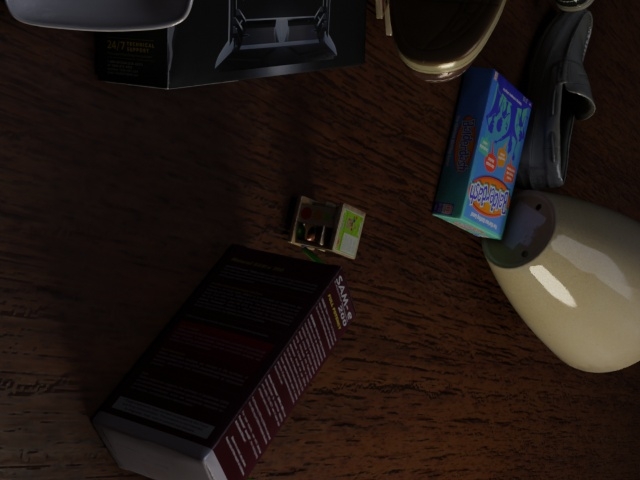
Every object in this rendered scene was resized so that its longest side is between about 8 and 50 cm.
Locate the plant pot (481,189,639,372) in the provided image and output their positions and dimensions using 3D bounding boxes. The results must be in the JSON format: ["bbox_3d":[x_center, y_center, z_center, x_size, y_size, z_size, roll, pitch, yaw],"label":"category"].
[{"bbox_3d":[0.373,0.036,1.623,0.274,0.256,0.256,31,72,-39],"label":"plant pot"}]

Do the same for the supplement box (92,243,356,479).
[{"bbox_3d":[-0.082,0.115,0.982,0.239,0.130,0.073,-53,140,-35],"label":"supplement box"}]

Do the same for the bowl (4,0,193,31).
[{"bbox_3d":[-0.157,-0.225,0.771,0.053,0.142,0.142,-88,179,-75],"label":"bowl"}]

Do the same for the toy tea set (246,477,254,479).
[{"bbox_3d":[-0.143,0.364,0.984,0.336,0.124,0.200,-20,82,-35],"label":"toy tea set"}]

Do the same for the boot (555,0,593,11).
[{"bbox_3d":[0.365,-0.478,1.571,0.178,0.085,0.236,36,62,-54],"label":"boot"}]

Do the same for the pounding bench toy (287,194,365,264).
[{"bbox_3d":[0.000,0.000,1.141,0.052,0.065,0.083,20,82,-59],"label":"pounding bench toy"}]

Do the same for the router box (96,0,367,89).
[{"bbox_3d":[-0.065,-0.268,0.939,0.309,0.081,0.243,-19,115,-55],"label":"router box"}]

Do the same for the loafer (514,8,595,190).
[{"bbox_3d":[0.370,-0.218,1.628,0.112,0.111,0.319,43,63,-54],"label":"loafer"}]

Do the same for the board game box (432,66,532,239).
[{"bbox_3d":[0.230,-0.118,1.495,0.160,0.047,0.210,18,84,-59],"label":"board game box"}]

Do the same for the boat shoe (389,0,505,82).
[{"bbox_3d":[0.148,-0.275,1.171,0.123,0.123,0.342,77,16,-47],"label":"boat shoe"}]

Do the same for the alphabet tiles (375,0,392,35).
[{"bbox_3d":[0.083,-0.345,1.139,0.237,0.009,0.198,-70,159,-48],"label":"alphabet tiles"}]
